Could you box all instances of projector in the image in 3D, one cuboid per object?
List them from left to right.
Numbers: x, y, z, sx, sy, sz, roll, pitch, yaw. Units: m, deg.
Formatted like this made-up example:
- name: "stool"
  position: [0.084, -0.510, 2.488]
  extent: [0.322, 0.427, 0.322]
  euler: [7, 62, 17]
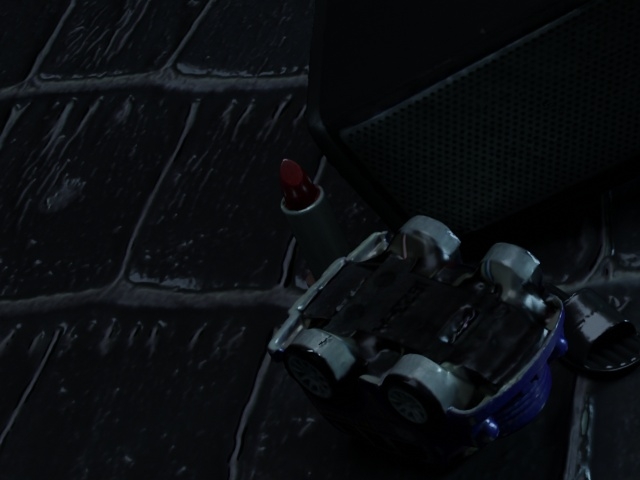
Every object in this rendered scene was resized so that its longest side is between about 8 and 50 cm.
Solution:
- name: "projector"
  position: [0.210, -0.226, 1.727]
  extent: [0.405, 0.242, 0.395]
  euler: [-27, 35, 24]

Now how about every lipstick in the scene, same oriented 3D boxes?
- name: "lipstick"
  position: [-0.001, 0.001, 1.651]
  extent: [0.063, 0.186, 0.057]
  euler: [2, 44, 33]

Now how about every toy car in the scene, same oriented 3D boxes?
- name: "toy car"
  position: [0.095, 0.100, 1.494]
  extent: [0.235, 0.158, 0.172]
  euler: [17, 54, 42]

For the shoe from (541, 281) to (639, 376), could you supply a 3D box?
- name: "shoe"
  position: [0.217, 0.065, 1.560]
  extent: [0.062, 0.053, 0.159]
  euler: [-33, 34, -16]
